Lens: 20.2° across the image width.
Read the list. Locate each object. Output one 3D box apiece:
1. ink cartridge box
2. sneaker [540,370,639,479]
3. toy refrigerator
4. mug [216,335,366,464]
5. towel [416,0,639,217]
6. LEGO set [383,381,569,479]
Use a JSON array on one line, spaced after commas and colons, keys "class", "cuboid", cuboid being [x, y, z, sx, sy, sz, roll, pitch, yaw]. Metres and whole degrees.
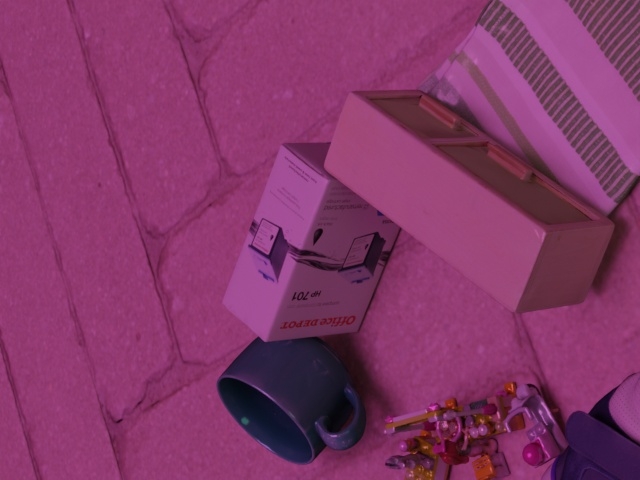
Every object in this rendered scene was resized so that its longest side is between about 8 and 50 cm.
[{"class": "ink cartridge box", "cuboid": [0.000, 0.000, 1.821, 0.082, 0.139, 0.191, 38, 118, 37]}, {"class": "sneaker", "cuboid": [0.321, 0.256, 1.499, 0.236, 0.130, 0.323, -53, 50, 39]}, {"class": "toy refrigerator", "cuboid": [0.134, -0.046, 1.663, 0.269, 0.102, 0.094, 39, 121, 38]}, {"class": "mug", "cuboid": [-0.018, 0.162, 1.866, 0.157, 0.097, 0.129, 38, 154, 10]}, {"class": "towel", "cuboid": [0.227, -0.154, 1.652, 0.325, 0.038, 0.248, -53, 57, 34]}, {"class": "LEGO set", "cuboid": [0.105, 0.227, 1.743, 0.287, 0.107, 0.132, -49, 58, 36]}]
